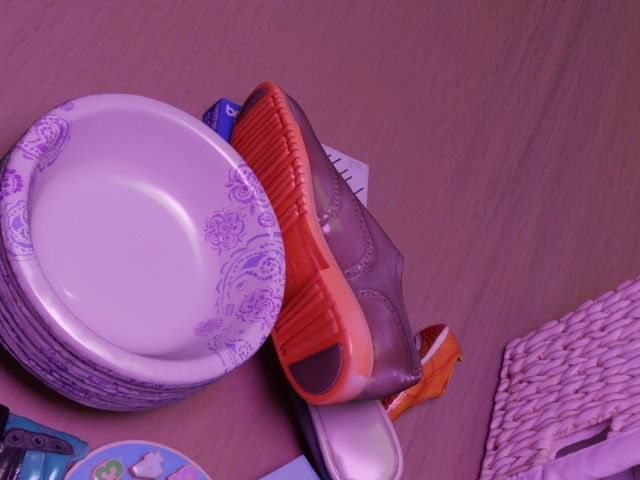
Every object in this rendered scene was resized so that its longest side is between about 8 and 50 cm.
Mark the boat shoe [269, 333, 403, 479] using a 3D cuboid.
[{"bbox_3d":[0.000,0.122,1.192,0.112,0.095,0.335,-10,69,-15],"label":"boat shoe"}]

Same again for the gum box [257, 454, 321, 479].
[{"bbox_3d":[-0.035,0.301,1.042,0.157,0.041,0.184,54,32,13],"label":"gum box"}]

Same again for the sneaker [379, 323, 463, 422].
[{"bbox_3d":[0.113,0.162,1.267,0.175,0.064,0.067,-40,105,-40],"label":"sneaker"}]

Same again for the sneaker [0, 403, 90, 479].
[{"bbox_3d":[-0.281,0.146,0.914,0.178,0.124,0.296,7,71,-31],"label":"sneaker"}]

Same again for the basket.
[{"bbox_3d":[0.401,0.236,1.284,0.331,0.328,0.266,31,48,-22],"label":"basket"}]

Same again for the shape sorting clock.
[{"bbox_3d":[-0.156,0.280,1.006,0.206,0.040,0.206,18,59,-31],"label":"shape sorting clock"}]

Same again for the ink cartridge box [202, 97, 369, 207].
[{"bbox_3d":[-0.040,-0.075,1.275,0.207,0.046,0.097,22,55,-28],"label":"ink cartridge box"}]

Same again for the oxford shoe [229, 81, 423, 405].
[{"bbox_3d":[0.000,0.000,1.146,0.132,0.130,0.364,5,57,-39],"label":"oxford shoe"}]

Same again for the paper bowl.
[{"bbox_3d":[-0.185,0.018,1.039,0.284,0.148,0.284,20,56,-32],"label":"paper bowl"}]
